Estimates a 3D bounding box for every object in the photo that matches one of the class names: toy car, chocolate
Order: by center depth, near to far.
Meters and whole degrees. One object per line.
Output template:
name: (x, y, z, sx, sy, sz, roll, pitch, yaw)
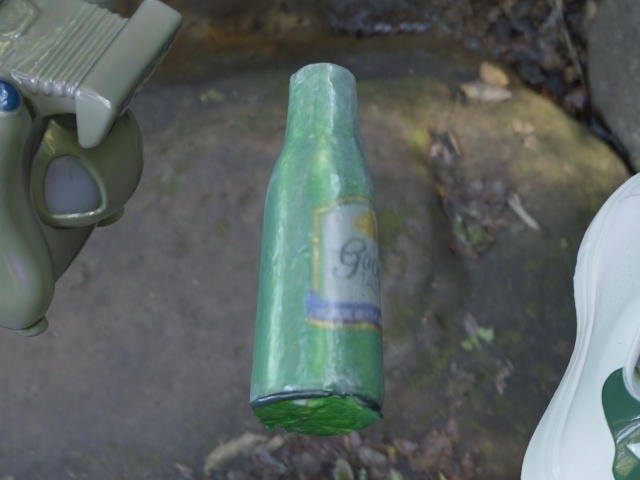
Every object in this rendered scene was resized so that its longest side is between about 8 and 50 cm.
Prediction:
chocolate: (0.000, 0.000, 1.124, 0.110, 0.110, 0.291, -6, 66, 18)
toy car: (-0.261, -0.084, 1.421, 0.226, 0.336, 0.242, 14, 45, 12)

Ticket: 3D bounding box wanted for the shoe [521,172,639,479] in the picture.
shoe: (0.190, 0.042, 0.755, 0.095, 0.110, 0.265, 32, 51, -8)
